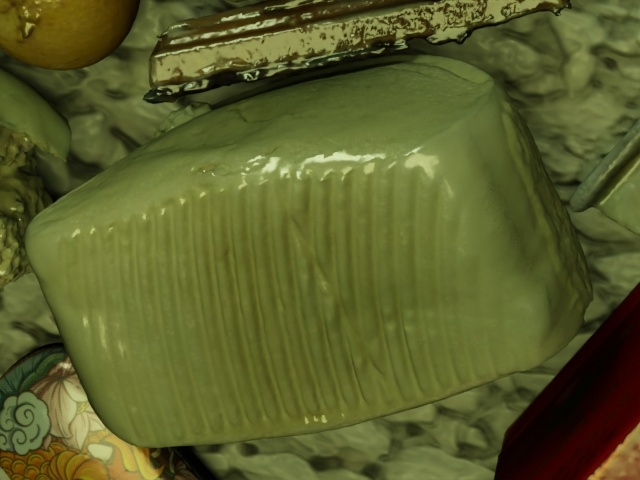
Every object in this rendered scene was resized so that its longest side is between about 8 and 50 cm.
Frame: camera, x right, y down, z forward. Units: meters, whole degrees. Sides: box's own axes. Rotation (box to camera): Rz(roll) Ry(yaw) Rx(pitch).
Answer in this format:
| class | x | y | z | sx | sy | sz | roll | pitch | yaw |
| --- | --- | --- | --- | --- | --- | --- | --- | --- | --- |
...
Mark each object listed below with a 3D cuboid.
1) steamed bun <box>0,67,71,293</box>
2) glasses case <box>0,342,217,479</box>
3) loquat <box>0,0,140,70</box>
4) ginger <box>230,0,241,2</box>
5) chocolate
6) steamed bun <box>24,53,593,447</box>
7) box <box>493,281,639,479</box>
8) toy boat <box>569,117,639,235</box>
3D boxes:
| class | x | y | z | sx | sy | sz | roll | pitch | yaw |
| --- | --- | --- | --- | --- | --- | --- | --- | --- | --- |
| steamed bun | -0.280 | -0.039 | 1.427 | 0.170 | 0.225 | 0.200 | -13 | 102 | 13 |
| glasses case | -0.150 | 0.224 | 1.558 | 0.122 | 0.082 | 0.321 | -39 | 97 | 16 |
| loquat | -0.201 | -0.195 | 1.417 | 0.141 | 0.141 | 0.141 | 3 | 107 | 9 |
| ginger | -0.076 | -0.398 | 1.298 | 0.358 | 0.211 | 0.413 | -34 | 98 | 15 |
| chocolate | 0.024 | -0.168 | 1.392 | 0.329 | 0.102 | 0.065 | -13 | 108 | 7 |
| steamed bun | -0.002 | -0.001 | 1.393 | 0.383 | 0.236 | 0.247 | -15 | 112 | 20 |
| box | 0.212 | 0.155 | 1.352 | 0.089 | 0.313 | 0.197 | 37 | 109 | -3 |
| toy boat | 0.358 | -0.100 | 1.354 | 0.276 | 0.111 | 0.293 | 29 | 117 | 25 |
